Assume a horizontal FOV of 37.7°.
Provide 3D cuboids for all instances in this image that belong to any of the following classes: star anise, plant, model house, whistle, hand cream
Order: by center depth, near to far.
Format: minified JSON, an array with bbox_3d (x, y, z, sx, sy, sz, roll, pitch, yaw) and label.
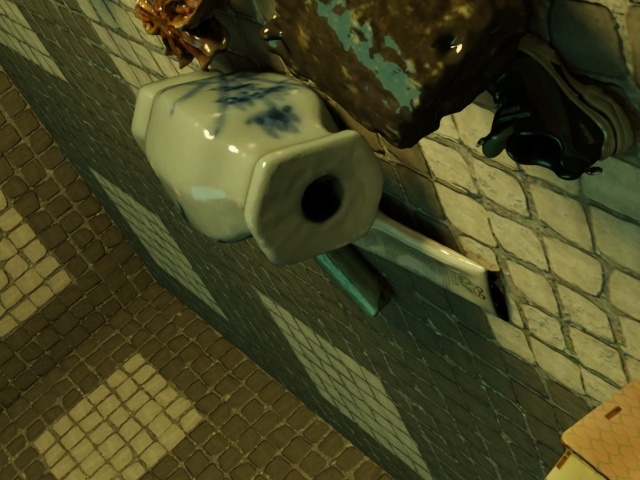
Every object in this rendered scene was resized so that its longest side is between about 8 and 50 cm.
[{"bbox_3d":[0.015,-0.238,0.745,0.321,0.181,0.194,47,160,10],"label":"plant"},{"bbox_3d":[0.367,0.291,1.060,0.169,0.244,0.326,38,-166,36],"label":"model house"},{"bbox_3d":[-0.191,-0.332,1.245,0.220,0.099,0.214,46,151,25],"label":"star anise"},{"bbox_3d":[0.115,0.005,1.300,0.336,0.076,0.121,30,162,31],"label":"hand cream"},{"bbox_3d":[0.000,0.000,1.567,0.312,0.062,0.062,47,164,2],"label":"whistle"}]

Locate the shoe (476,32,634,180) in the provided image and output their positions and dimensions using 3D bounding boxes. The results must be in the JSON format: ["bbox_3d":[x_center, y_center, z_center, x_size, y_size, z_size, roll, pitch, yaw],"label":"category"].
[{"bbox_3d":[0.174,-0.106,0.800,0.169,0.099,0.071,42,165,23],"label":"shoe"}]

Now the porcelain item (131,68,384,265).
[{"bbox_3d":[-0.102,-0.120,1.256,0.405,0.242,0.179,35,138,50],"label":"porcelain item"}]
